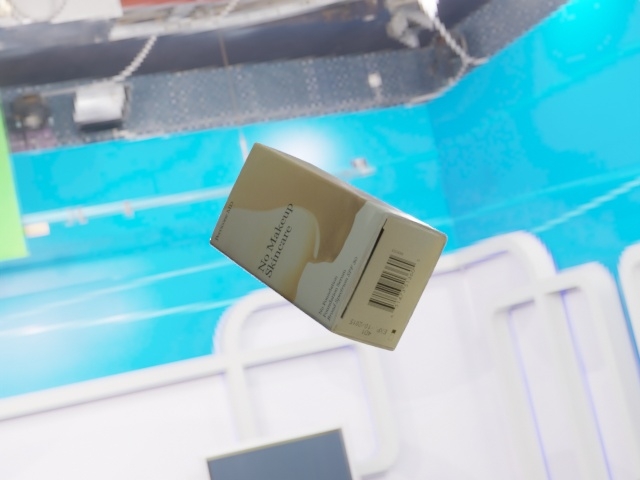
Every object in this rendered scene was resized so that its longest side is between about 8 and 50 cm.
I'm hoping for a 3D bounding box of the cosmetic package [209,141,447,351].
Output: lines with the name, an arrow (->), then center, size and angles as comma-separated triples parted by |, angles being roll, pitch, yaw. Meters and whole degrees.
cosmetic package -> 0.000, 0.000, 0.537 | 0.041, 0.060, 0.115 | 21, 5, -38
